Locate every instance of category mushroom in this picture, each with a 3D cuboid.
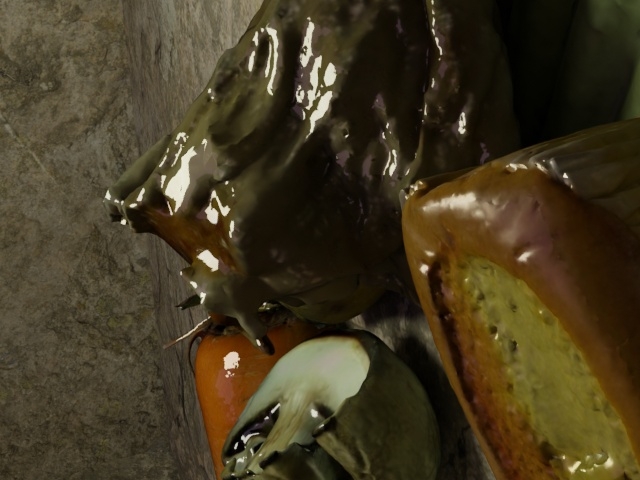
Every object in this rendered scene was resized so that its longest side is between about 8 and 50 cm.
[{"bbox_3d":[0.027,0.205,1.031,0.164,0.190,0.267,41,137,-12],"label":"mushroom"}]

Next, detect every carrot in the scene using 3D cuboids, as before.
[{"bbox_3d":[-0.060,0.179,1.243,0.214,0.193,0.331,4,106,48],"label":"carrot"}]

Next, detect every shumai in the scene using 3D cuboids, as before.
[{"bbox_3d":[-0.019,-0.074,0.642,0.267,0.262,0.314,-106,7,-55],"label":"shumai"}]

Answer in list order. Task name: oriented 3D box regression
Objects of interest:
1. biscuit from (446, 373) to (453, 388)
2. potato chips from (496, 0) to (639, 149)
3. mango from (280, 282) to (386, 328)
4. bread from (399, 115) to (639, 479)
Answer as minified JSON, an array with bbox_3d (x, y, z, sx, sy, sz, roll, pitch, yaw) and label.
[{"bbox_3d":[0.152,0.150,0.822,0.183,0.038,0.174,-128,30,-56],"label":"biscuit"},{"bbox_3d":[0.192,-0.039,0.536,0.429,0.070,0.358,95,152,-49],"label":"potato chips"},{"bbox_3d":[0.002,-0.008,1.017,0.329,0.175,0.177,65,-138,-79],"label":"mango"},{"bbox_3d":[0.152,0.083,0.477,0.152,0.119,0.288,-18,97,64],"label":"bread"}]
